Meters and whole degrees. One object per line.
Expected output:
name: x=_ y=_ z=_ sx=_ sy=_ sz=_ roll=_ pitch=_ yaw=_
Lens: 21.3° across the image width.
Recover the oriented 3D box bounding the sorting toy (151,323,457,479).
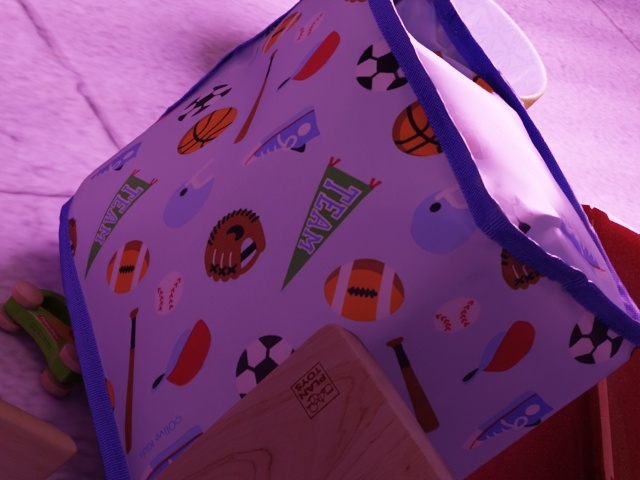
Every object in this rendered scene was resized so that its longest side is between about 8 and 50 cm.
sorting toy: x=-0.002 y=0.228 z=0.938 sx=0.255 sy=0.257 sz=0.089 roll=55 pitch=14 yaw=31

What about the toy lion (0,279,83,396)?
toy lion: x=-0.171 y=0.074 z=1.212 sx=0.100 sy=0.034 sz=0.096 roll=49 pitch=21 yaw=22

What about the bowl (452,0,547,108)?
bowl: x=0.081 y=-0.192 z=1.808 sx=0.289 sy=0.156 sz=0.289 roll=30 pitch=27 yaw=-17

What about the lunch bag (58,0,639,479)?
lunch bag: x=0.000 y=0.000 z=1.180 sx=0.239 sy=0.328 sz=0.385 roll=36 pitch=20 yaw=-43

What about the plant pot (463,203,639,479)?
plant pot: x=0.217 y=0.182 z=1.293 sx=0.267 sy=0.267 sz=0.236 roll=28 pitch=41 yaw=-19

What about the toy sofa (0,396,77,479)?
toy sofa: x=-0.313 y=0.028 z=1.007 sx=0.362 sy=0.177 sz=0.150 roll=55 pitch=6 yaw=31
